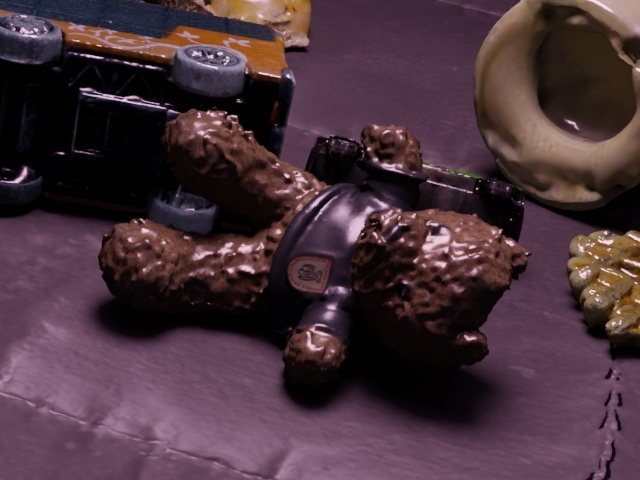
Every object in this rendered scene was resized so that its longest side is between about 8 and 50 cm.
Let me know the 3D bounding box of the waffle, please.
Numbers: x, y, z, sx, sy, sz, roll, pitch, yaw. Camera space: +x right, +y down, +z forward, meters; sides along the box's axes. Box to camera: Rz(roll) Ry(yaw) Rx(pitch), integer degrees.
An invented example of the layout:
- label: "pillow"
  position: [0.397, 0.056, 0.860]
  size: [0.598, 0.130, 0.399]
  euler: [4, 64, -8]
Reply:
- label: "waffle"
  position: [0.266, 0.043, 0.998]
  size: [0.184, 0.036, 0.169]
  euler: [7, 27, -6]

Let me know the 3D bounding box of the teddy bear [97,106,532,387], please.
- label: "teddy bear"
  position: [0.002, 0.004, 0.881]
  size: [0.251, 0.182, 0.129]
  euler: [18, -10, 17]

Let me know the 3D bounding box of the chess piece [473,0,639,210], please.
- label: "chess piece"
  position: [0.316, -0.176, 1.269]
  size: [0.234, 0.234, 0.442]
  euler: [25, 34, 26]

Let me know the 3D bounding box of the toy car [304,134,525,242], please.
- label: "toy car"
  position: [0.069, -0.029, 1.033]
  size: [0.165, 0.071, 0.062]
  euler: [15, 12, 9]

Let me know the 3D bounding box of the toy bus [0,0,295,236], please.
- label: "toy bus"
  position: [-0.167, -0.106, 1.016]
  size: [0.275, 0.138, 0.167]
  euler: [9, 24, -8]

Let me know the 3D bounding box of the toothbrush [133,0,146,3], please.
- label: "toothbrush"
  position: [-0.268, -0.265, 1.440]
  size: [0.204, 0.017, 0.022]
  euler: [18, 16, 16]

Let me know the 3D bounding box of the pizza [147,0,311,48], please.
- label: "pizza"
  position: [-0.062, -0.265, 1.450]
  size: [0.204, 0.080, 0.188]
  euler: [-9, 32, -38]
